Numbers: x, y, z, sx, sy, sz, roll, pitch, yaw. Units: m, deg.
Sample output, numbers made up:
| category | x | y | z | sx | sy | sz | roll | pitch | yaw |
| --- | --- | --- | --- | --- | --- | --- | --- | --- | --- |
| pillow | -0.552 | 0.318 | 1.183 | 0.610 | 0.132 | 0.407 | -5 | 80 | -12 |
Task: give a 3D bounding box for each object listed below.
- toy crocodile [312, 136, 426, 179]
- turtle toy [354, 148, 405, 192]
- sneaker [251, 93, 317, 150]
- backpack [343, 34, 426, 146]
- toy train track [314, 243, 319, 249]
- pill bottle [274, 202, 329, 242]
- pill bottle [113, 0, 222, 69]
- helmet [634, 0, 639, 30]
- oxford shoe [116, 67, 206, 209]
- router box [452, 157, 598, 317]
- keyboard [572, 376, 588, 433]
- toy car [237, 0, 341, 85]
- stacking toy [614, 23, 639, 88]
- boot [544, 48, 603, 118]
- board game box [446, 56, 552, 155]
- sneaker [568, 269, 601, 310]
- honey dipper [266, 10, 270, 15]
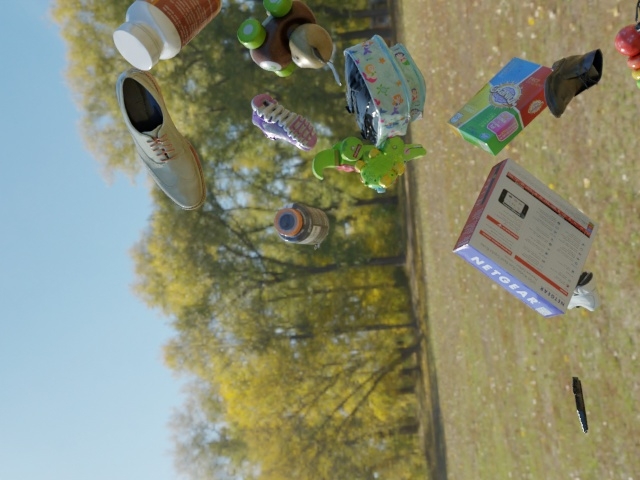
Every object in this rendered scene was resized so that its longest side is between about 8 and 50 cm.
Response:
| category | x | y | z | sx | sy | sz | roll | pitch | yaw |
| --- | --- | --- | --- | --- | --- | --- | --- | --- | --- |
| toy crocodile | 0.139 | -0.236 | 1.904 | 0.115 | 0.340 | 0.105 | 175 | 90 | -71 |
| turtle toy | 0.142 | -0.158 | 1.505 | 0.130 | 0.095 | 0.066 | -41 | -28 | -27 |
| sneaker | -0.117 | -0.344 | 2.043 | 0.095 | 0.236 | 0.105 | -48 | -8 | -41 |
| backpack | 0.154 | -0.384 | 1.673 | 0.253 | 0.191 | 0.225 | 57 | -173 | -70 |
| toy train track | 0.000 | 0.000 | 2.531 | 0.083 | 0.014 | 0.048 | -51 | 14 | 16 |
| pill bottle | -0.067 | -0.054 | 2.182 | 0.245 | 0.130 | 0.131 | 8 | -104 | -71 |
| pill bottle | -0.298 | -0.435 | 1.301 | 0.216 | 0.121 | 0.121 | -55 | -28 | -27 |
| helmet | 0.941 | -0.625 | 1.786 | 0.169 | 0.161 | 0.170 | 2 | -90 | -80 |
| oxford shoe | -0.419 | -0.247 | 1.719 | 0.397 | 0.140 | 0.146 | 62 | -179 | -17 |
| router box | 0.562 | -0.008 | 1.811 | 0.301 | 0.335 | 0.082 | -59 | 10 | -23 |
| keyboard | 0.715 | 0.438 | 1.834 | 0.108 | 0.023 | 0.180 | 69 | -159 | -11 |
| toy car | -0.036 | -0.363 | 1.282 | 0.188 | 0.149 | 0.155 | 46 | -171 | 27 |
| stacking toy | 0.978 | -0.488 | 1.952 | 0.330 | 0.141 | 0.141 | 49 | -163 | -14 |
| boot | 0.593 | -0.375 | 1.558 | 0.082 | 0.106 | 0.219 | 46 | -132 | -24 |
| board game box | 0.593 | -0.436 | 2.140 | 0.064 | 0.316 | 0.242 | 45 | -178 | -33 |
| sneaker | 0.751 | 0.160 | 2.089 | 0.118 | 0.110 | 0.292 | 54 | 163 | -16 |
| honey dipper | -0.082 | -0.517 | 1.292 | 0.030 | 0.030 | 0.161 | -78 | 3 | -70 |
